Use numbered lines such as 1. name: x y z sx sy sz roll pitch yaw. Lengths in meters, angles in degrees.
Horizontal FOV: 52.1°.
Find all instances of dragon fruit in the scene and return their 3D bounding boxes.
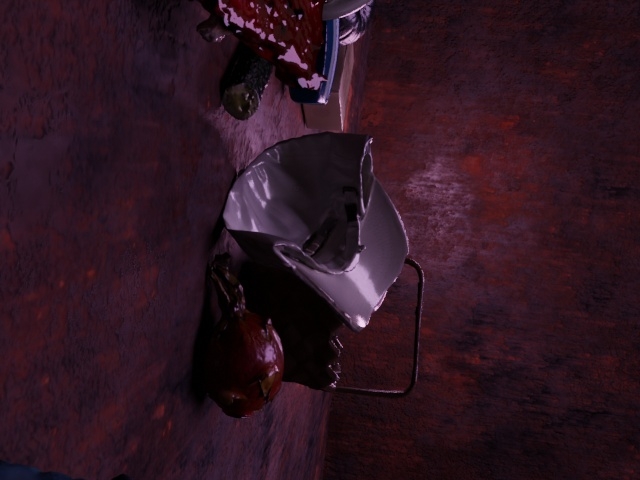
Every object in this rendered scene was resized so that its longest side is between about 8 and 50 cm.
1. dragon fruit: -0.120 0.136 0.931 0.125 0.125 0.245 -22 103 -67
2. dragon fruit: -0.083 -0.349 0.654 0.282 0.100 0.343 23 72 -59

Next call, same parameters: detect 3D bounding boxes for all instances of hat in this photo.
1. hat: 0.002 -0.004 1.023 0.258 0.168 0.301 -50 118 -31

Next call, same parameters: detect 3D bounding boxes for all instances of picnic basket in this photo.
1. picnic basket: 0.022 0.150 1.203 0.291 0.321 0.254 46 47 -84

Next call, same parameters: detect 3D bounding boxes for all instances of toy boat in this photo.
1. toy boat: -0.017 -0.408 1.242 0.062 0.096 0.299 -36 131 -68

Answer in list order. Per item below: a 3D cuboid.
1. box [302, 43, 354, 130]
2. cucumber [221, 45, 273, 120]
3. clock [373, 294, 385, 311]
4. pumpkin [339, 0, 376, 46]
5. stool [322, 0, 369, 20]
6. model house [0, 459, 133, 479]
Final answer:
1. box: 0.020 -0.388 1.526 0.168 0.095 0.211 84 14 -67
2. cucumber: -0.091 -0.260 0.946 0.058 0.052 0.214 119 -12 -47
3. clock: 0.058 0.000 1.569 0.376 0.251 0.368 -72 167 -55
4. pumpkin: 0.033 -0.498 1.349 0.202 0.140 0.201 -41 140 -47
5. stool: 0.004 -0.419 0.859 0.195 0.195 0.198 -50 177 -7
6. model house: -0.128 0.321 0.466 0.261 0.241 0.225 89 8 -50
